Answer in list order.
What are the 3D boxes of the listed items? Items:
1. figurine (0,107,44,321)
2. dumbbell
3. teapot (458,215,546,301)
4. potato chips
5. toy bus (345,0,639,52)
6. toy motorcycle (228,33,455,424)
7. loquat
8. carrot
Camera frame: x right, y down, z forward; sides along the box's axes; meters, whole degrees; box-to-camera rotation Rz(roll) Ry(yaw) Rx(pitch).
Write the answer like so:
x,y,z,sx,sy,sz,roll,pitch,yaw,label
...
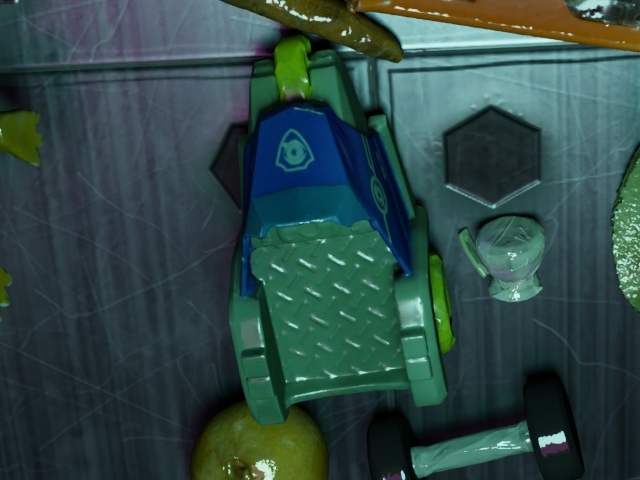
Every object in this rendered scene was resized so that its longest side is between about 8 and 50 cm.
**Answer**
x,y,z,sx,sy,sz,roll,pitch,yaw,label
-0.443,-0.057,1.325,0.387,0.268,0.400,-3,83,23,figurine
0.145,0.196,1.481,0.191,0.100,0.100,-15,114,10,dumbbell
0.165,0.016,1.421,0.083,0.064,0.064,13,129,33,teapot
0.328,-0.021,1.407,0.142,0.026,0.209,-12,112,13,potato chips
0.120,-0.239,1.245,0.329,0.153,0.143,10,117,-1,toy bus
0.000,0.000,1.342,0.191,0.200,0.326,-8,118,8,toy motorcycle
-0.057,0.218,1.485,0.141,0.141,0.141,1,116,3,loquat
-0.012,-0.198,1.337,0.191,0.047,0.047,21,115,-11,carrot
